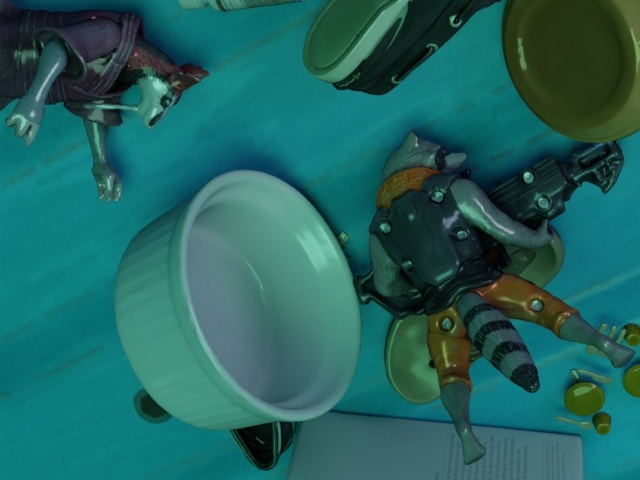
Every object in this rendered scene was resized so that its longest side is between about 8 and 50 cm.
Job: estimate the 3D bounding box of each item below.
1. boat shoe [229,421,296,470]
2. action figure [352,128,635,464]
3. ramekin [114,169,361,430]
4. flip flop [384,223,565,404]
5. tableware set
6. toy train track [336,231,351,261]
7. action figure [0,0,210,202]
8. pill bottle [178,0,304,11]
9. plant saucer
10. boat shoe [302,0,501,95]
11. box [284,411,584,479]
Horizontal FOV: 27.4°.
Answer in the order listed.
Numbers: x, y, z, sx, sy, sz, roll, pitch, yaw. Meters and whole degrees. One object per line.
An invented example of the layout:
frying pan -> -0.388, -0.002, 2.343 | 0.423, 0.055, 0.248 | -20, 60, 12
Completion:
boat shoe -> -0.098, 0.162, 1.581 | 0.095, 0.079, 0.255 | -8, 115, 14
action figure -> 0.182, 0.011, 1.361 | 0.341, 0.178, 0.330 | -39, 66, 14
ramekin -> -0.093, 0.074, 1.429 | 0.135, 0.277, 0.277 | -22, 112, 37
flip flop -> 0.170, 0.087, 1.497 | 0.112, 0.080, 0.277 | 39, 116, -11
tableware set -> 0.348, 0.163, 1.542 | 0.104, 0.024, 0.154 | 17, 117, -3
toy train track -> 0.000, 0.000, 1.518 | 0.083, 0.014, 0.048 | 39, 116, -10
action figure -> -0.304, -0.200, 1.410 | 0.370, 0.248, 0.276 | 1, 75, -5
pill bottle -> -0.079, -0.278, 1.352 | 0.137, 0.078, 0.078 | -5, 116, 12
plant saucer -> 0.256, -0.190, 1.303 | 0.200, 0.037, 0.200 | 25, 127, 37
boat shoe -> 0.134, -0.267, 1.307 | 0.113, 0.127, 0.340 | 28, 114, -39
box -> 0.135, 0.352, 1.590 | 0.345, 0.168, 0.215 | 4, 118, 8
